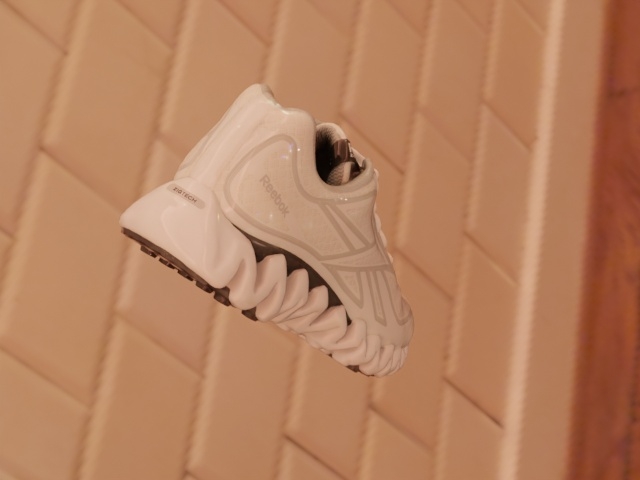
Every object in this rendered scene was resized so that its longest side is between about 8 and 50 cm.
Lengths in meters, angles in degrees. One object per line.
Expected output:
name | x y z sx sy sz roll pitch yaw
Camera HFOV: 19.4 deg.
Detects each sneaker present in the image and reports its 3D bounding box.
sneaker | 0.000 0.000 1.093 0.110 0.292 0.118 30 88 25
